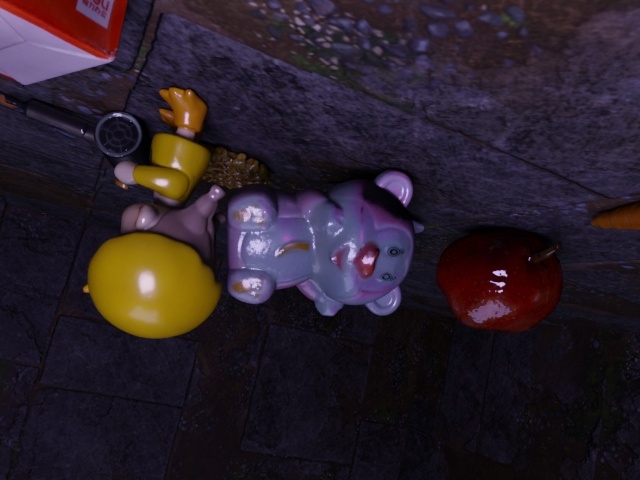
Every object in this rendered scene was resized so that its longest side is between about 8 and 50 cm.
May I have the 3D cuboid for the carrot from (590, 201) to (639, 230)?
[{"bbox_3d":[0.476,-0.036,0.724,0.069,0.069,0.336,14,173,-10],"label":"carrot"}]

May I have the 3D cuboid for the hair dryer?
[{"bbox_3d":[-0.423,-0.195,0.975,0.248,0.078,0.195,24,169,-8],"label":"hair dryer"}]

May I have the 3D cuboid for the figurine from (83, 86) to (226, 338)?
[{"bbox_3d":[-0.221,-0.033,0.794,0.187,0.343,0.215,7,172,1],"label":"figurine"}]

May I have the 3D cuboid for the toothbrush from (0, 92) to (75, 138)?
[{"bbox_3d":[-0.550,-0.243,0.944,0.031,0.023,0.321,4,168,25],"label":"toothbrush"}]

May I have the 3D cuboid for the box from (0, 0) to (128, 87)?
[{"bbox_3d":[-0.288,-0.225,0.518,0.182,0.099,0.133,3,169,37],"label":"box"}]

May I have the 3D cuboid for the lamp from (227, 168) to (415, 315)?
[{"bbox_3d":[0.000,0.000,0.918,0.301,0.247,0.247,1,-169,-7],"label":"lamp"}]

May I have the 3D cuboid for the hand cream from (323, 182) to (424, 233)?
[{"bbox_3d":[0.110,-0.055,1.111,0.255,0.048,0.079,19,172,-42],"label":"hand cream"}]

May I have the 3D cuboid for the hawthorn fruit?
[{"bbox_3d":[0.367,0.071,1.069,0.230,0.210,0.266,22,153,-18],"label":"hawthorn fruit"}]

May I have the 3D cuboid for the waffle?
[{"bbox_3d":[-0.183,-0.135,1.041,0.191,0.038,0.191,12,170,2],"label":"waffle"}]
